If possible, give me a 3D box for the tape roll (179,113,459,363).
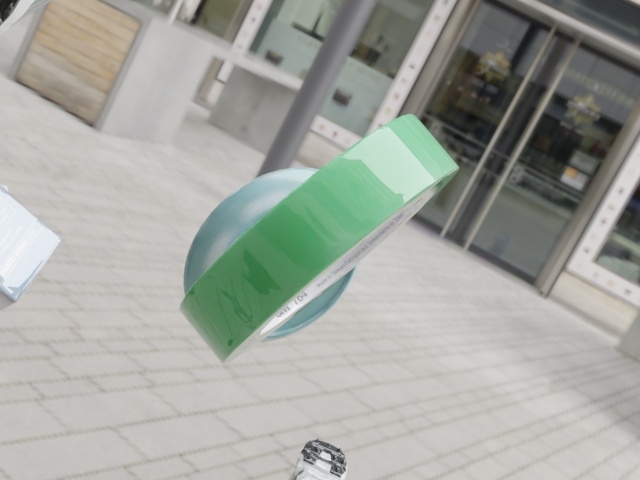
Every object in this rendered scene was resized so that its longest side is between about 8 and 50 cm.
[{"bbox_3d":[0.000,0.000,1.011,0.077,0.321,0.321,50,13,6],"label":"tape roll"}]

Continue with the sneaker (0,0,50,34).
[{"bbox_3d":[-0.305,-0.282,1.010,0.100,0.271,0.108,57,7,6],"label":"sneaker"}]

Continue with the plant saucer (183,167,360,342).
[{"bbox_3d":[-0.058,0.037,1.497,0.317,0.318,0.044,19,18,-41],"label":"plant saucer"}]

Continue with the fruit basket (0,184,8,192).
[{"bbox_3d":[-0.635,0.041,1.299,0.327,0.353,0.165,14,12,-28],"label":"fruit basket"}]

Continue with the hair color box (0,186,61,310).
[{"bbox_3d":[-0.511,-0.060,1.117,0.374,0.185,0.114,44,47,-22],"label":"hair color box"}]

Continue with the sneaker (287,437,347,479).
[{"bbox_3d":[-0.024,0.333,1.156,0.078,0.106,0.234,24,16,5],"label":"sneaker"}]
